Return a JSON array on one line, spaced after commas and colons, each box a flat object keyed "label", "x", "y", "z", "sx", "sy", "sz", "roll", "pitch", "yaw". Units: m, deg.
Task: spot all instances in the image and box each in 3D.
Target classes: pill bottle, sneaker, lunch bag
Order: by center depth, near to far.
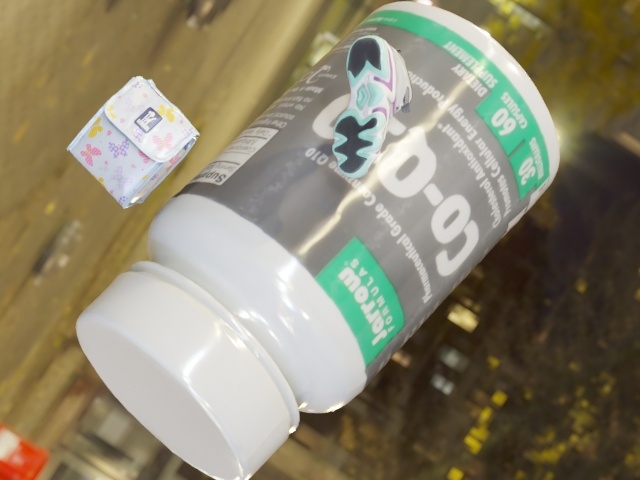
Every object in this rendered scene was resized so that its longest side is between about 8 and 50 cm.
[{"label": "sneaker", "x": 0.043, "y": -0.089, "z": 1.127, "sx": 0.069, "sy": 0.038, "sz": 0.098, "roll": 9, "pitch": 93, "yaw": -60}, {"label": "pill bottle", "x": 0.000, "y": 0.000, "z": 1.237, "sx": 0.361, "sy": 0.204, "sz": 0.204, "roll": -46, "pitch": 177, "yaw": -22}, {"label": "lunch bag", "x": -0.146, "y": -0.079, "z": 1.278, "sx": 0.083, "sy": 0.071, "sz": 0.053, "roll": -44, "pitch": 176, "yaw": 14}]
